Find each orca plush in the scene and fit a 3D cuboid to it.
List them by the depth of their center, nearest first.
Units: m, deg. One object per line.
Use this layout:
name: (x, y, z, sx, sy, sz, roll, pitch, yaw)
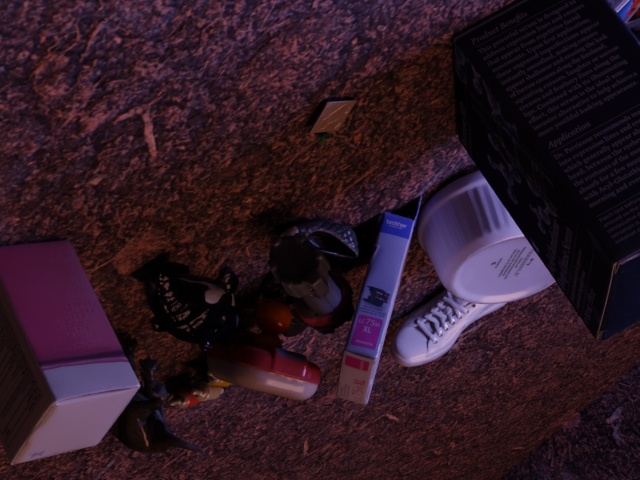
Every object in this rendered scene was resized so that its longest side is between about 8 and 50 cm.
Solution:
orca plush: (-0.176, 0.111, 1.882, 0.151, 0.102, 0.287, -27, 156, -9)

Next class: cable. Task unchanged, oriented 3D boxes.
cable: (-0.168, 0.261, 2.221, 0.139, 0.072, 0.287, -35, 157, 22)

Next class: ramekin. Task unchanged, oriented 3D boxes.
ramekin: (0.304, 0.000, 2.112, 0.273, 0.127, 0.273, -8, 147, -6)

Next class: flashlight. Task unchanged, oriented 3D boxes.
flashlight: (-0.017, 0.064, 1.926, 0.103, 0.103, 0.304, -3, 162, 11)

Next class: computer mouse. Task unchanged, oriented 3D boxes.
computer mouse: (-0.053, 0.108, 2.099, 0.071, 0.041, 0.242, -29, 156, -5)

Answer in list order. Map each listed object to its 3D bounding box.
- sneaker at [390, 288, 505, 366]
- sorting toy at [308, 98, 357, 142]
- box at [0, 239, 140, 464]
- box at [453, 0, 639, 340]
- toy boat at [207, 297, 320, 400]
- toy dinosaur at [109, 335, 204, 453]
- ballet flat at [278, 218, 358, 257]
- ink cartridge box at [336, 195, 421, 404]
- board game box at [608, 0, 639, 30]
sneaker: (0.252, 0.129, 2.440, 0.290, 0.106, 0.123, -36, 154, -16)
sorting toy: (0.009, -0.159, 1.687, 0.062, 0.012, 0.083, -14, 148, -44)
box: (-0.347, 0.135, 1.563, 0.127, 0.232, 0.148, -7, 147, -42)
box: (0.372, -0.112, 1.733, 0.212, 0.395, 0.293, -28, 155, -5)
toy boat: (-0.088, 0.167, 2.028, 0.151, 0.151, 0.231, 18, 173, -25)
toy dinosaur: (-0.288, 0.253, 1.905, 0.121, 0.314, 0.160, -43, 148, -51)
ballet flat: (0.000, 0.000, 1.938, 0.173, 0.049, 0.057, 1, 142, -48)
ink cartridge box: (0.095, 0.091, 2.051, 0.185, 0.065, 0.311, 97, 11, -60)
board game box: (0.533, -0.418, 1.753, 0.193, 0.053, 0.305, -1, 142, -50)
